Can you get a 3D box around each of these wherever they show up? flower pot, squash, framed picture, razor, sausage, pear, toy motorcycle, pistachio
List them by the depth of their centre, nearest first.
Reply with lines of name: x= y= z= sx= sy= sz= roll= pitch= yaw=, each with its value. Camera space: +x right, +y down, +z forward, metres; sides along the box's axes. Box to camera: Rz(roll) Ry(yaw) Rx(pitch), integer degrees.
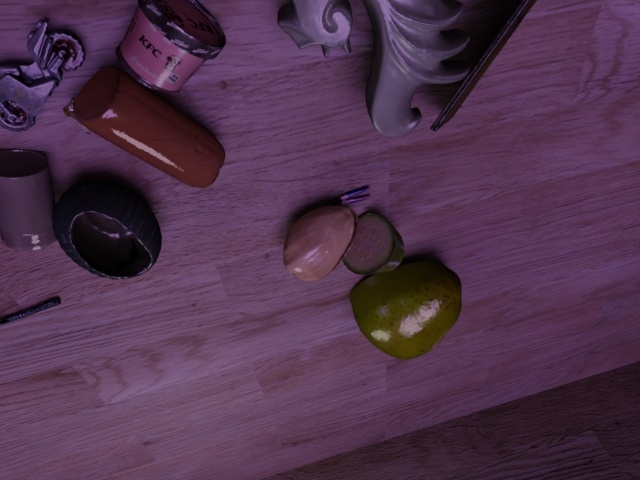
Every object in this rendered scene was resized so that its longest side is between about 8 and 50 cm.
toy motorcycle: x=-0.510 y=-0.290 z=0.789 sx=0.215 sy=0.080 sz=0.122 roll=-42 pitch=134 yaw=13
flower pot: x=0.109 y=-0.386 z=0.829 sx=0.254 sy=0.165 sz=0.367 roll=-39 pitch=118 yaw=23
sausage: x=-0.302 y=-0.199 z=0.877 sx=0.121 sy=0.121 sz=0.304 roll=-36 pitch=150 yaw=14
framed picture: x=0.349 y=-0.380 z=0.929 sx=0.014 sy=0.255 sz=0.339 roll=38 pitch=120 yaw=7
flower pot: x=-0.453 y=-0.022 z=0.991 sx=0.189 sy=0.157 sz=0.243 roll=-29 pitch=139 yaw=-2
razor: x=-0.758 y=0.185 z=1.174 sx=0.189 sy=0.033 sz=0.066 roll=-21 pitch=93 yaw=-4
pistachio: x=0.000 y=0.000 z=1.183 sx=0.229 sy=0.157 sz=0.157 roll=-44 pitch=131 yaw=9
squash: x=0.151 y=0.017 z=1.259 sx=0.170 sy=0.170 sz=0.122 roll=-46 pitch=145 yaw=23
pear: x=0.311 y=0.207 z=1.432 sx=0.342 sy=0.239 sz=0.318 roll=20 pitch=130 yaw=-33

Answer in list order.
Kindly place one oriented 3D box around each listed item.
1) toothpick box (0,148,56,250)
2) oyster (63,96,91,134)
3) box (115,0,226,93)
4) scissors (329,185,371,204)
toothpick box: x=-0.597 y=-0.079 z=0.927 sx=0.110 sy=0.111 sz=0.181 roll=0 pitch=130 yaw=-20
oyster: x=-0.394 y=-0.241 z=0.883 sx=0.177 sy=0.056 sz=0.106 roll=-14 pitch=141 yaw=-33
box: x=-0.262 y=-0.340 z=0.787 sx=0.151 sy=0.151 sz=0.135 roll=28 pitch=127 yaw=-37
scissors: x=0.078 y=-0.113 z=1.204 sx=0.113 sy=0.012 sz=0.039 roll=-15 pitch=134 yaw=-6
